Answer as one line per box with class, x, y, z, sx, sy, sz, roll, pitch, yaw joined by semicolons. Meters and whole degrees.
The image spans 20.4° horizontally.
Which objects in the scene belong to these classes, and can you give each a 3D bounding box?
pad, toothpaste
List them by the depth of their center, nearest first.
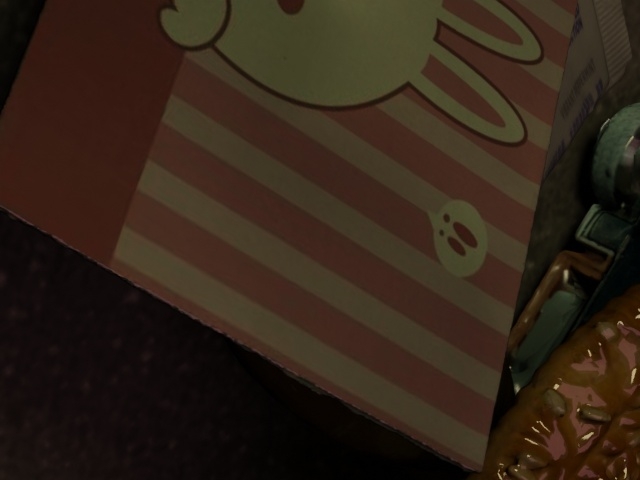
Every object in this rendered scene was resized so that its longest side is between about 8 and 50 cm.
pad;0.012;-0.093;0.616;0.202;0.005;0.300;31;57;-25
toothpaste;0.075;-0.059;0.720;0.282;0.068;0.099;-48;163;-48

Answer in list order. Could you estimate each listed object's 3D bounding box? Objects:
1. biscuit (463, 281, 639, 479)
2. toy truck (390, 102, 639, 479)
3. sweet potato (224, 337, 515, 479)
biscuit;0.155;0.143;0.742;0.305;0.038;0.305;-17;119;-34
toy truck;0.163;0.089;0.849;0.162;0.136;0.305;35;86;-48
sweet potato;-0.006;0.001;0.723;0.286;0.085;0.112;55;39;-27
